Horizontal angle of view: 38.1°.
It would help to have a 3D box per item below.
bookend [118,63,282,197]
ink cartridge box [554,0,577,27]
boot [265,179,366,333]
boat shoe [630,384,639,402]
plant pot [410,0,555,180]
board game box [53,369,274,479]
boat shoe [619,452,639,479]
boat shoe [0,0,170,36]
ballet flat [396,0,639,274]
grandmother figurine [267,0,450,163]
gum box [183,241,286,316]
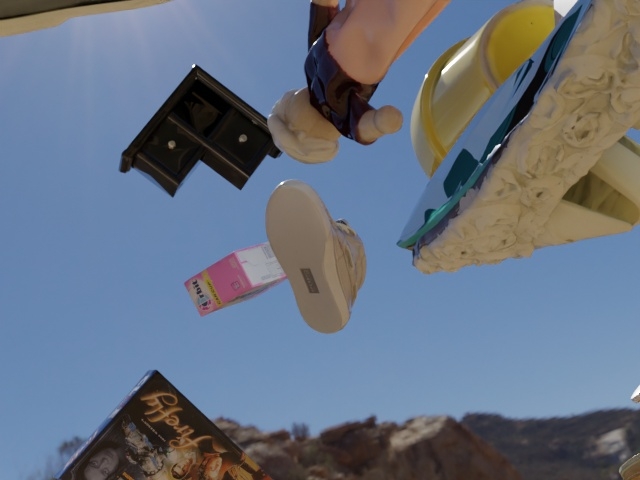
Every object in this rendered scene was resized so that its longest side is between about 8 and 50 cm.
[{"bbox_3d":[-0.148,-0.111,1.187,0.157,0.156,0.072,-54,5,-19],"label":"bookend"},{"bbox_3d":[0.367,-0.240,0.935,0.207,0.117,0.283,-6,9,2],"label":"ink cartridge box"},{"bbox_3d":[0.000,0.000,1.313,0.095,0.123,0.258,4,-51,23],"label":"boot"},{"bbox_3d":[0.513,0.219,1.404,0.100,0.035,0.035,-36,-12,-22],"label":"boat shoe"},{"bbox_3d":[0.261,-0.187,1.231,0.253,0.254,0.239,-15,-15,-8],"label":"plant pot"},{"bbox_3d":[-0.166,0.295,1.093,0.165,0.243,0.042,-49,12,-23],"label":"board game box"},{"bbox_3d":[0.363,0.226,0.915,0.135,0.045,0.050,-26,-42,29],"label":"boat shoe"},{"bbox_3d":[-0.236,-0.299,0.979,0.319,0.116,0.099,-23,-53,-26],"label":"boat shoe"},{"bbox_3d":[0.173,-0.075,0.560,0.146,0.147,0.409,-8,-28,-24],"label":"ballet flat"},{"bbox_3d":[0.039,-0.187,0.937,0.104,0.208,0.342,6,-32,-24],"label":"grandmother figurine"},{"bbox_3d":[-0.112,0.054,1.458,0.107,0.062,0.188,-31,-7,27],"label":"gum box"}]
